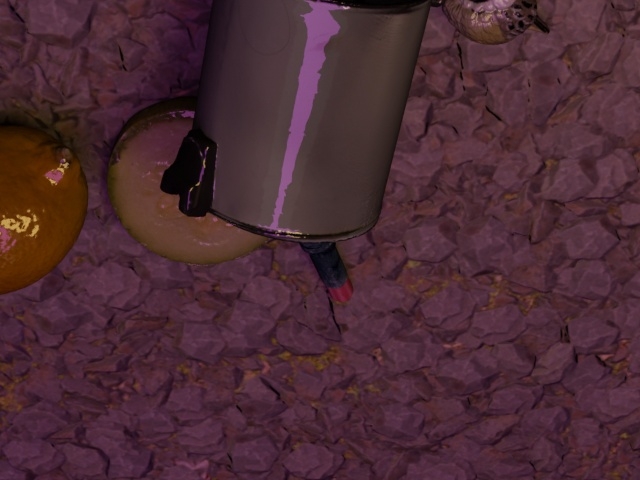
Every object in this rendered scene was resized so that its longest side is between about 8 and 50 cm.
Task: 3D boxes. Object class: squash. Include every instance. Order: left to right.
[{"bbox_3d":[-0.143,-0.065,1.745,0.219,0.041,0.219,-1,126,-1],"label":"squash"}]

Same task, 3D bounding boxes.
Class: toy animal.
[{"bbox_3d":[0.197,-0.256,1.582,0.137,0.098,0.098,4,128,-22],"label":"toy animal"}]

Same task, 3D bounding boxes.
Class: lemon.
[{"bbox_3d":[-0.361,-0.033,1.674,0.244,0.187,0.187,-32,121,17],"label":"lemon"}]

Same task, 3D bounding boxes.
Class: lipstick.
[{"bbox_3d":[0.000,0.000,1.764,0.053,0.053,0.234,-15,142,10],"label":"lipstick"}]

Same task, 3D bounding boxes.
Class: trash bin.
[{"bbox_3d":[-0.015,-0.161,1.544,0.277,0.217,0.262,-10,125,-35],"label":"trash bin"}]
